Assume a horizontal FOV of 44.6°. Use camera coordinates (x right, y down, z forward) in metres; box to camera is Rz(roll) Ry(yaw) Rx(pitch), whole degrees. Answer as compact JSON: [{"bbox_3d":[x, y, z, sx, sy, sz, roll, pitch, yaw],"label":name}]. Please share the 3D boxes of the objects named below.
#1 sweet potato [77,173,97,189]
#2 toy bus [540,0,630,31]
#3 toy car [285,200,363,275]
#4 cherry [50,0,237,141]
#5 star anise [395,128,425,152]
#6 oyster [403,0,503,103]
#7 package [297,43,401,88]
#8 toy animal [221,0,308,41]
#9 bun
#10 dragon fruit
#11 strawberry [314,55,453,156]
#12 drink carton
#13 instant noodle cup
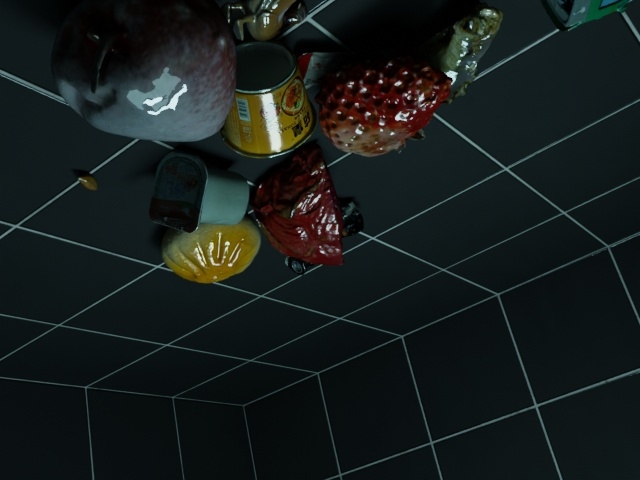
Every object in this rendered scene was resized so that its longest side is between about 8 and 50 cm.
[{"bbox_3d":[-0.574,-0.145,1.932,0.034,0.034,0.095,-16,165,4],"label":"sweet potato"},{"bbox_3d":[0.525,-0.571,1.439,0.200,0.183,0.343,-18,155,-3],"label":"toy bus"},{"bbox_3d":[-0.002,-0.001,2.366,0.193,0.118,0.301,-37,177,-37],"label":"toy car"},{"bbox_3d":[-0.313,-0.313,1.421,0.327,0.291,0.335,-15,157,-9],"label":"cherry"},{"bbox_3d":[0.171,-0.284,1.965,0.197,0.073,0.212,-16,152,-3],"label":"star anise"},{"bbox_3d":[0.302,-0.410,1.713,0.198,0.133,0.337,-11,160,-22],"label":"oyster"},{"bbox_3d":[0.050,-0.383,1.755,0.239,0.030,0.154,-5,155,-18],"label":"package"},{"bbox_3d":[-0.090,-0.454,1.497,0.179,0.089,0.188,-20,159,-25],"label":"toy animal"},{"bbox_3d":[-0.317,0.038,2.274,0.299,0.164,0.299,-10,153,-5],"label":"bun"},{"bbox_3d":[-0.046,-0.131,2.116,0.303,0.240,0.330,13,131,6],"label":"dragon fruit"},{"bbox_3d":[0.137,-0.279,1.698,0.265,0.149,0.336,19,163,-30],"label":"strawberry"},{"bbox_3d":[-0.287,-0.117,1.954,0.186,0.190,0.190,15,-174,42],"label":"drink carton"},{"bbox_3d":[-0.121,-0.306,1.641,0.216,0.215,0.172,-12,144,-3],"label":"instant noodle cup"}]
